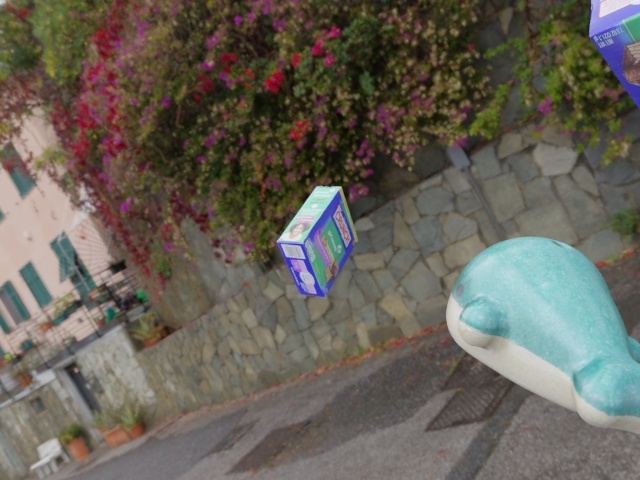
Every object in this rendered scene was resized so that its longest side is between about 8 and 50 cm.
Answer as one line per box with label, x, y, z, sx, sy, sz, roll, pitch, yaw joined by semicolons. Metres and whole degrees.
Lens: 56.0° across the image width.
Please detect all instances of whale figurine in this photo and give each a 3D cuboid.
whale figurine;0.243;0.083;0.602;0.272;0.216;0.141;-123;49;-72

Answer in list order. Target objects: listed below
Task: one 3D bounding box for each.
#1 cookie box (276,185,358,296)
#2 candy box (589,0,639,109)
cookie box;0.000;0.000;0.744;0.040;0.092;0.107;5;45;30
candy box;0.606;-0.293;0.908;0.268;0.317;0.122;-15;49;47
